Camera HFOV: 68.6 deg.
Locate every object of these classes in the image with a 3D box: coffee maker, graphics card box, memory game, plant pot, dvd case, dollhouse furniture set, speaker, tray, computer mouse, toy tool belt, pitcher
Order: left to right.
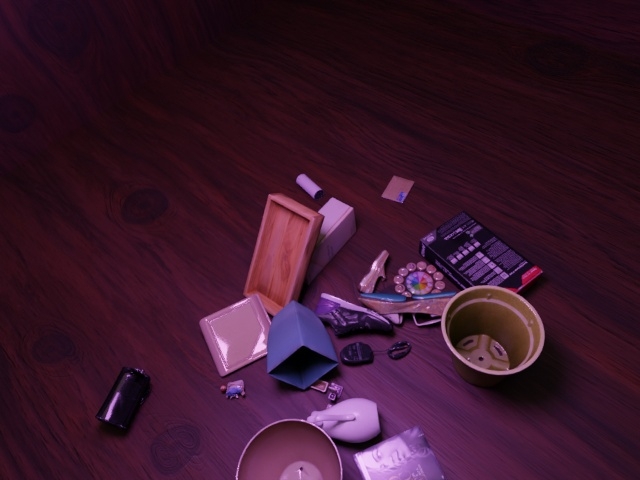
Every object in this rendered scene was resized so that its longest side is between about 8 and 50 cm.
[{"bbox_3d":[-0.651,0.514,1.542,0.120,0.171,0.178,18,59,2],"label":"coffee maker"},{"bbox_3d":[-0.292,0.500,1.561,0.084,0.052,0.051,-15,45,0],"label":"toy tool belt"},{"bbox_3d":[-0.136,0.061,1.665,0.203,0.410,0.076,29,25,27],"label":"tray"},{"bbox_3d":[-0.069,0.669,1.309,0.285,0.190,0.283,-5,54,7],"label":"plant pot"},{"bbox_3d":[-0.075,0.328,1.553,0.165,0.166,0.234,-42,36,20],"label":"plant pot"},{"bbox_3d":[-0.046,-0.235,2.054,0.055,0.055,0.136,-36,56,-16],"label":"speaker"},{"bbox_3d":[0.002,0.480,1.503,0.115,0.081,0.090,14,58,20],"label":"dollhouse furniture set"},{"bbox_3d":[0.069,0.534,1.391,0.207,0.177,0.125,-8,63,5],"label":"pitcher"},{"bbox_3d":[0.185,0.377,1.580,0.242,0.041,0.071,-5,52,-2],"label":"computer mouse"},{"bbox_3d":[0.228,0.662,1.369,0.222,0.018,0.164,-22,54,-6],"label":"dvd case"},{"bbox_3d":[0.363,0.155,1.720,0.187,0.012,0.186,-5,53,7],"label":"memory game"},{"bbox_3d":[0.563,0.075,1.690,0.233,0.094,0.371,-33,56,-17],"label":"graphics card box"},{"bbox_3d":[0.501,0.318,1.425,0.277,0.253,0.275,-4,53,6],"label":"plant pot"}]

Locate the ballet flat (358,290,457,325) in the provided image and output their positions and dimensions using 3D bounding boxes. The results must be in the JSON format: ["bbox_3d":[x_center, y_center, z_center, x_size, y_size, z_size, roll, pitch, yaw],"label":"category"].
[{"bbox_3d":[0.305,0.236,1.619,0.349,0.123,0.123,-2,54,10],"label":"ballet flat"}]

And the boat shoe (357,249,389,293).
[{"bbox_3d":[0.213,0.124,1.746,0.072,0.068,0.189,30,74,14],"label":"boat shoe"}]

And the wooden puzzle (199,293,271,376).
[{"bbox_3d":[-0.286,0.334,1.669,0.239,0.044,0.220,-27,69,-5],"label":"wooden puzzle"}]

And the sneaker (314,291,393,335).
[{"bbox_3d":[0.109,0.287,1.632,0.284,0.107,0.124,18,74,26],"label":"sneaker"}]

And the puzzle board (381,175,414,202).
[{"bbox_3d":[0.331,-0.218,2.001,0.097,0.011,0.128,21,61,22],"label":"puzzle board"}]

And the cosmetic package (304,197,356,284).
[{"bbox_3d":[0.000,0.000,1.809,0.113,0.160,0.309,29,65,27],"label":"cosmetic package"}]
